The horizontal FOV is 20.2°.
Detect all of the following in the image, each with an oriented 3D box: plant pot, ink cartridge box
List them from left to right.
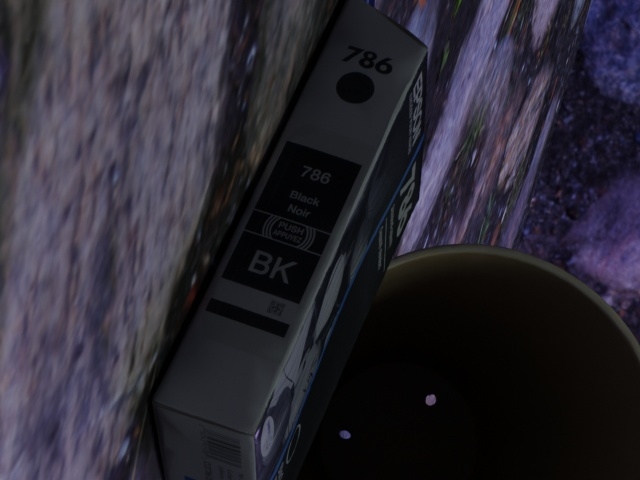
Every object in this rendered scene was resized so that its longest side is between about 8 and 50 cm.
[{"bbox_3d":[0.000,0.000,1.040,0.165,0.065,0.332,88,22,-59],"label":"ink cartridge box"},{"bbox_3d":[0.078,0.142,1.274,0.274,0.256,0.256,144,-34,-81],"label":"plant pot"}]
